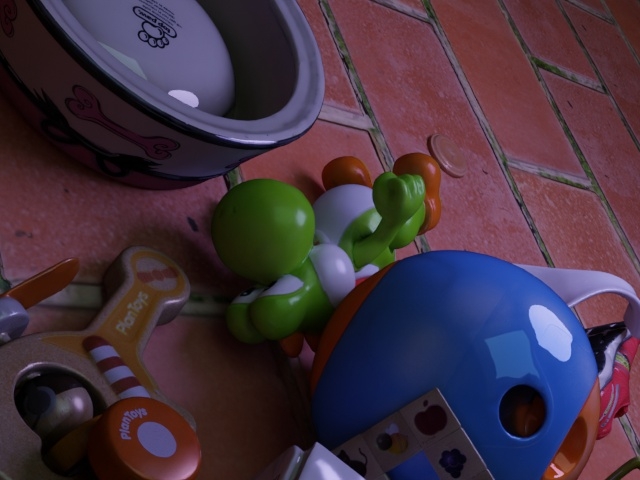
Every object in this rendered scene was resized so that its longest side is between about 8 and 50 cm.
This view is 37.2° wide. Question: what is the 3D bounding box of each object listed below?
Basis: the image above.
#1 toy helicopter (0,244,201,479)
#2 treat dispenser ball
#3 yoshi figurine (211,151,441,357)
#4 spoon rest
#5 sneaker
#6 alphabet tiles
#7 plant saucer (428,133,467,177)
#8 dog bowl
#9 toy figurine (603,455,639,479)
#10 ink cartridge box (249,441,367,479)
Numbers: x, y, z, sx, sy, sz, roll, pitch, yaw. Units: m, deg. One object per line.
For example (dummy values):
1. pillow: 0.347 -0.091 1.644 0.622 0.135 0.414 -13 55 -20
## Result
1. toy helicopter: -0.204 0.097 0.811 0.235 0.140 0.355 33 27 -9
2. treat dispenser ball: 0.132 0.153 0.955 0.288 0.288 0.288 29 40 -28
3. yoshi figurine: 0.000 -0.025 1.077 0.203 0.203 0.362 37 37 9
4. spoon rest: 0.337 0.081 1.356 0.276 0.084 0.137 7 33 -12
5. sneaker: 0.418 0.205 1.415 0.279 0.107 0.118 -34 104 -52
6. alphabet tiles: 0.054 0.271 0.819 0.198 0.237 0.009 59 13 9
7. plant saucer: 0.209 -0.139 1.544 0.083 0.013 0.083 28 41 -28
8. dog bowl: -0.196 -0.234 1.067 0.408 0.150 0.408 29 40 -29
9. toy figurine: 0.219 0.319 0.917 0.191 0.362 0.217 36 13 -8
10. ink cartridge box: 0.040 0.360 0.651 0.385 0.279 0.160 39 37 -5
